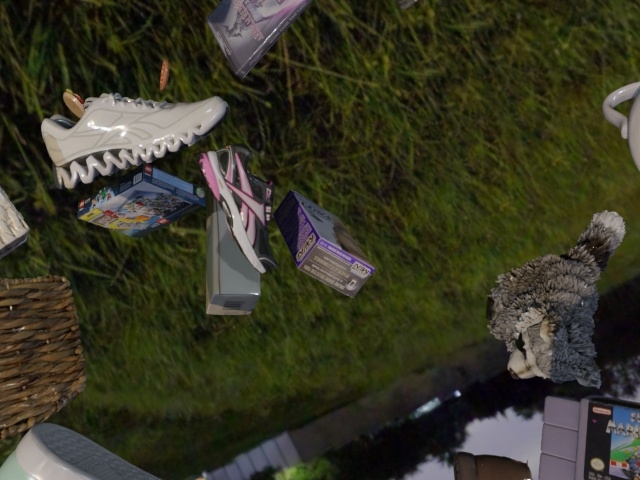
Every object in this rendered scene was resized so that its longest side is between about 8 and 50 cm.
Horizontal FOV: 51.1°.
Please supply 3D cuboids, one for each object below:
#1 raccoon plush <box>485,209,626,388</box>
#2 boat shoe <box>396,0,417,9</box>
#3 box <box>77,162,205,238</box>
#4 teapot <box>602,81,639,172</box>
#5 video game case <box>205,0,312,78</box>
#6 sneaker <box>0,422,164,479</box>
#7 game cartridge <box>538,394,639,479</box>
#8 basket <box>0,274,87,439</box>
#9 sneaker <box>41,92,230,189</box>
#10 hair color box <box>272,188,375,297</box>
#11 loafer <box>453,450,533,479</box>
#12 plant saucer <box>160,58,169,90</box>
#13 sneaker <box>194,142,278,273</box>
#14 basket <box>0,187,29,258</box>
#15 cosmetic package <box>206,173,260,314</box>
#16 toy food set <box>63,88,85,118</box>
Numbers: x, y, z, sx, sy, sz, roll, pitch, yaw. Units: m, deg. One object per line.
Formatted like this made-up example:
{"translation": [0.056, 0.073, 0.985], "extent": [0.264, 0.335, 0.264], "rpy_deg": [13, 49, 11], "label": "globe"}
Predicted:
{"translation": [0.520, 0.099, 1.374], "extent": [0.446, 0.216, 0.299], "rpy_deg": [-60, -173, -4], "label": "raccoon plush"}
{"translation": [0.204, -0.494, 1.197], "extent": [0.219, 0.070, 0.078], "rpy_deg": [-43, -152, -16], "label": "boat shoe"}
{"translation": [-0.381, -0.078, 1.423], "extent": [0.233, 0.044, 0.159], "rpy_deg": [-21, 151, 35], "label": "box"}
{"translation": [0.542, -0.167, 0.878], "extent": [0.187, 0.256, 0.252], "rpy_deg": [-43, 173, -35], "label": "teapot"}
{"translation": [-0.101, -0.471, 1.293], "extent": [0.274, 0.196, 0.026], "rpy_deg": [-42, 143, 19], "label": "video game case"}
{"translation": [-0.153, 0.266, 0.513], "extent": [0.151, 0.256, 0.094], "rpy_deg": [-53, -167, -3], "label": "sneaker"}
{"translation": [0.391, 0.300, 0.718], "extent": [0.068, 0.230, 0.355], "rpy_deg": [7, 174, -35], "label": "game cartridge"}
{"translation": [-0.495, 0.173, 0.877], "extent": [0.223, 0.213, 0.299], "rpy_deg": [-18, 170, 29], "label": "basket"}
{"translation": [-0.279, -0.168, 0.990], "extent": [0.292, 0.118, 0.110], "rpy_deg": [-17, -166, 8], "label": "sneaker"}
{"translation": [0.000, 0.000, 1.809], "extent": [0.185, 0.339, 0.110], "rpy_deg": [30, 105, -27], "label": "hair color box"}
{"translation": [0.296, 0.458, 1.087], "extent": [0.130, 0.133, 0.366], "rpy_deg": [-6, 141, 13], "label": "loafer"}
{"translation": [-0.422, -0.448, 1.817], "extent": [0.013, 0.083, 0.083], "rpy_deg": [6, 150, -20], "label": "plant saucer"}
{"translation": [-0.087, -0.042, 0.851], "extent": [0.077, 0.178, 0.072], "rpy_deg": [-27, -155, -9], "label": "sneaker"}
{"translation": [-0.485, -0.042, 0.901], "extent": [0.113, 0.167, 0.103], "rpy_deg": [-41, -164, -31], "label": "basket"}
{"translation": [-0.212, 0.009, 1.604], "extent": [0.113, 0.309, 0.160], "rpy_deg": [2, 156, -16], "label": "cosmetic package"}
{"translation": [-0.613, -0.341, 1.685], "extent": [0.020, 0.083, 0.082], "rpy_deg": [-48, 174, -25], "label": "toy food set"}
